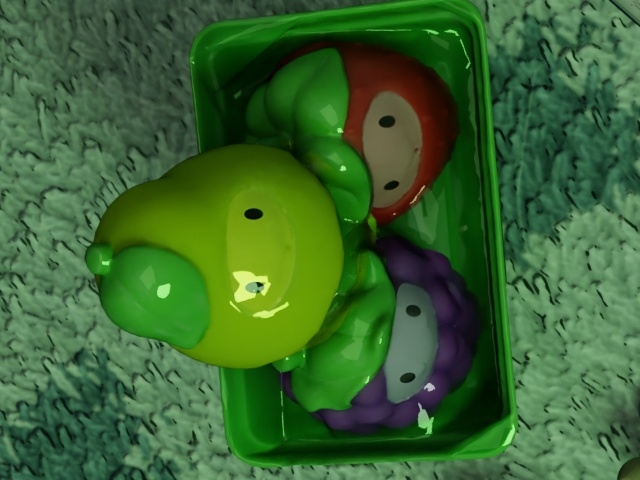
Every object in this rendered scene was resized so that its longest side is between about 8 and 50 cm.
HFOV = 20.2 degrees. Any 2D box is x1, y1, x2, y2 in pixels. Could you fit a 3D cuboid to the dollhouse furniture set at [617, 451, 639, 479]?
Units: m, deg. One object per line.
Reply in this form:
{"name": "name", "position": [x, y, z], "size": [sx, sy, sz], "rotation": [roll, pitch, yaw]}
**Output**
{"name": "dollhouse furniture set", "position": [0.299, 0.336, 1.376], "size": [0.356, 0.174, 0.303], "rotation": [10, 99, 40]}

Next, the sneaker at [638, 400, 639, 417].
{"name": "sneaker", "position": [0.333, 0.147, 1.477], "size": [0.144, 0.059, 0.053], "rotation": [8, 99, 17]}

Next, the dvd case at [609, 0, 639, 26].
{"name": "dvd case", "position": [0.240, -0.317, 1.484], "size": [0.239, 0.029, 0.179], "rotation": [43, 104, 9]}

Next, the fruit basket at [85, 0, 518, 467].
{"name": "fruit basket", "position": [0.000, 0.000, 1.406], "size": [0.283, 0.392, 0.392], "rotation": [-5, 93, 17]}
